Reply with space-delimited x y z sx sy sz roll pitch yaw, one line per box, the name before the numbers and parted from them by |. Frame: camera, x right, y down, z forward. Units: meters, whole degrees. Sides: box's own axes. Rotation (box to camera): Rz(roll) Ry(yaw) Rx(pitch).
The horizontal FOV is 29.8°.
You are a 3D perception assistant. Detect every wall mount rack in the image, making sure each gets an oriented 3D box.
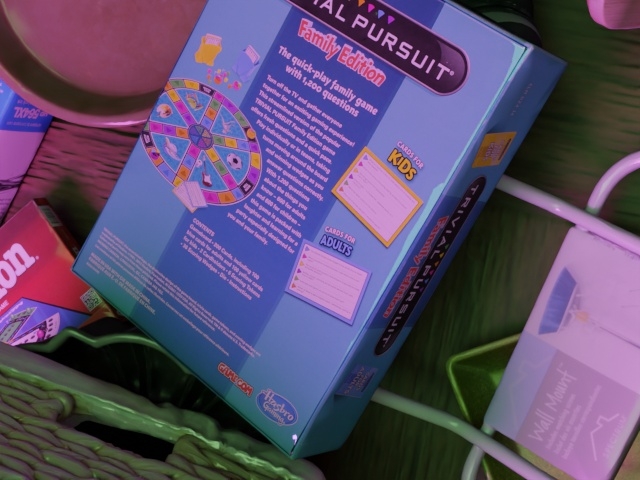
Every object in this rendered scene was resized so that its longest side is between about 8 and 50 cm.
wall mount rack | 0.142 0.067 0.913 0.304 0.130 0.350 29 101 33

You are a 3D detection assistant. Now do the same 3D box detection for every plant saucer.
plant saucer | 0.222 0.152 0.981 0.188 0.045 0.188 -21 87 18
plant saucer | -0.180 -0.234 1.009 0.278 0.041 0.277 3 102 16

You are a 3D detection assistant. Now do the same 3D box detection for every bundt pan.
bundt pan | -0.161 0.211 1.049 0.331 0.124 0.330 3 107 11

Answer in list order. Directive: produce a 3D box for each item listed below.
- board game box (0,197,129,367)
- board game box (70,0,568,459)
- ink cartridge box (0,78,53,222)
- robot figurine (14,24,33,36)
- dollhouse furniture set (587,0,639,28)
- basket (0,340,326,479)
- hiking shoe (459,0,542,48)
board game box | -0.322 0.101 1.139 0.281 0.027 0.145 -40 80 17
board game box | -0.013 -0.049 0.900 0.254 0.079 0.336 37 106 26
ink cartridge box | -0.360 -0.091 1.138 0.148 0.086 0.203 32 102 14
robot figurine | -0.213 -0.295 1.077 0.291 0.085 0.211 -11 90 18
dollhouse furniture set | 0.104 -0.375 0.768 0.362 0.257 0.394 38 124 33
basket | -0.209 0.295 0.881 0.328 0.266 0.331 20 107 6
hiking shoe | 0.041 -0.165 1.008 0.304 0.113 0.132 -8 61 25
